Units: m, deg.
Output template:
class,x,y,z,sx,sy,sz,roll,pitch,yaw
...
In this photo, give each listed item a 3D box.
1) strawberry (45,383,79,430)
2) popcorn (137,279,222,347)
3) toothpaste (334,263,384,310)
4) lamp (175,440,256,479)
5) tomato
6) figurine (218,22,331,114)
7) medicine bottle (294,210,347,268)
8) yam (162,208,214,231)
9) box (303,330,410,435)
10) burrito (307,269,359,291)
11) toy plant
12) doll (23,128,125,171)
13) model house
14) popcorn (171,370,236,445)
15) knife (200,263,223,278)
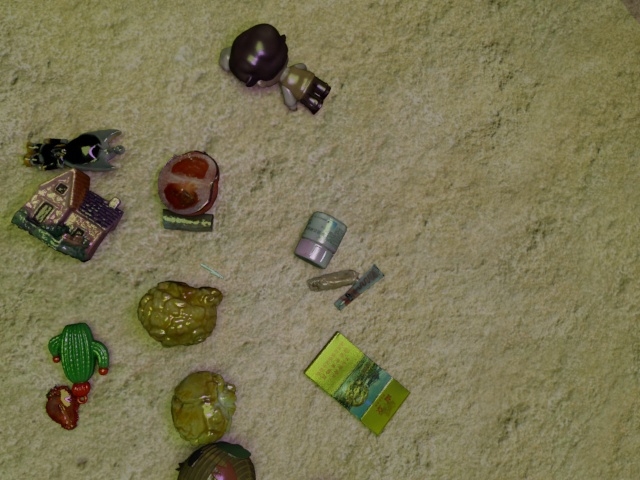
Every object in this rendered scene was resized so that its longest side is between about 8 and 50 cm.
class,x,y,z,sx,sy,sz,roll,pitch,yaw
strawberry,-0.806,0.523,1.586,0.104,0.048,0.152,-27,86,-7
popcorn,-0.435,0.222,1.606,0.237,0.205,0.251,42,67,11
toothpaste,0.135,0.169,1.785,0.205,0.036,0.056,-40,90,-15
lamp,-0.336,0.734,1.559,0.285,0.250,0.250,15,80,31
tomato,-0.430,-0.179,1.685,0.200,0.112,0.227,15,73,8
figurine,-0.145,-0.596,1.767,0.365,0.206,0.218,29,103,-30
medicine bottle,0.000,0.000,1.729,0.135,0.135,0.168,27,82,-6
yam,-0.444,-0.063,1.696,0.170,0.068,0.068,6,83,-9
box,0.127,0.489,1.745,0.335,0.047,0.187,41,79,-4
burrito,0.049,0.140,1.767,0.189,0.045,0.058,-11,93,-12
toy plant,-0.744,0.374,1.589,0.155,0.088,0.240,-31,91,-12
doll,-0.790,-0.279,1.637,0.317,0.103,0.145,-2,41,-3
model house,-0.765,-0.090,1.574,0.237,0.202,0.237,33,81,-5
popcorn,-0.371,0.522,1.589,0.204,0.184,0.220,-7,78,28
knife,-0.367,0.106,1.721,0.091,0.005,0.014,31,79,-6
